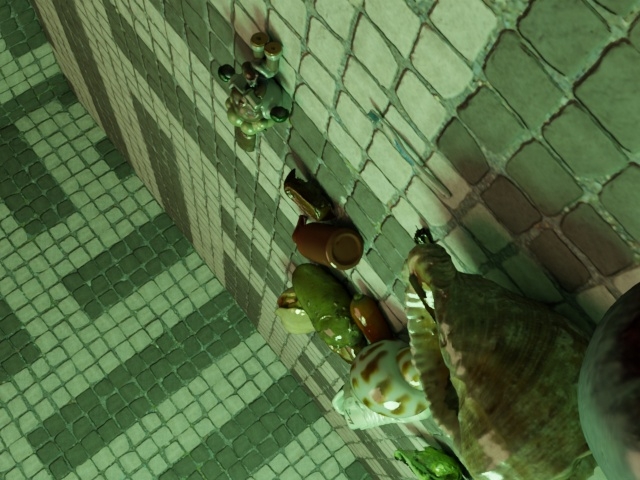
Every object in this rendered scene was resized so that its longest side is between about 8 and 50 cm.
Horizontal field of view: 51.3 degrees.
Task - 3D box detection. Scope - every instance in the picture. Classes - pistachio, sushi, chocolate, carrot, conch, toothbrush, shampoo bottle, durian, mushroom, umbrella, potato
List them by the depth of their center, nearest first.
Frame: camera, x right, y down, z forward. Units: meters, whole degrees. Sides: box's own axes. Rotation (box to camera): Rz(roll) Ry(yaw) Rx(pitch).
[{"bbox_3d":[0.233,0.163,0.847,0.297,0.210,0.352,123,137,-64],"label":"conch"},{"bbox_3d":[0.119,-0.116,0.893,0.162,0.017,0.014,47,168,8],"label":"toothbrush"},{"bbox_3d":[0.162,0.010,1.011,0.020,0.031,0.083,-7,126,35],"label":"umbrella"},{"bbox_3d":[-0.020,-0.081,1.280,0.120,0.055,0.052,42,152,3],"label":"sushi"},{"bbox_3d":[0.156,0.271,1.345,0.275,0.183,0.148,-4,106,47],"label":"conch"},{"bbox_3d":[0.000,0.002,1.346,0.085,0.085,0.244,60,164,-20],"label":"shampoo bottle"},{"bbox_3d":[-0.168,-0.225,1.431,0.064,0.031,0.100,56,166,6],"label":"chocolate"},{"bbox_3d":[0.134,0.218,1.462,0.066,0.062,0.271,-9,127,34],"label":"carrot"},{"bbox_3d":[0.015,0.141,1.535,0.251,0.113,0.149,59,-179,40],"label":"potato"},{"bbox_3d":[0.299,0.589,1.665,0.132,0.107,0.375,61,163,-18],"label":"durian"},{"bbox_3d":[0.067,0.269,1.688,0.127,0.087,0.127,51,163,22],"label":"mushroom"},{"bbox_3d":[-0.049,0.186,1.809,0.145,0.117,0.200,15,153,-3],"label":"pistachio"}]

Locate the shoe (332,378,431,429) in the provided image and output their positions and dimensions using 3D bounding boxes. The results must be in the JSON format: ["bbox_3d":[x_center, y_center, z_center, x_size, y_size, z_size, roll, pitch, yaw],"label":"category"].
[{"bbox_3d":[0.134,0.402,1.649,0.131,0.160,0.363,54,164,-8],"label":"shoe"}]

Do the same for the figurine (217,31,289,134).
[{"bbox_3d":[-0.108,-0.251,1.100,0.147,0.093,0.197,39,160,10],"label":"figurine"}]

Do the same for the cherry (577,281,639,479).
[{"bbox_3d":[0.323,0.142,0.494,0.255,0.218,0.296,11,141,58],"label":"cherry"}]
